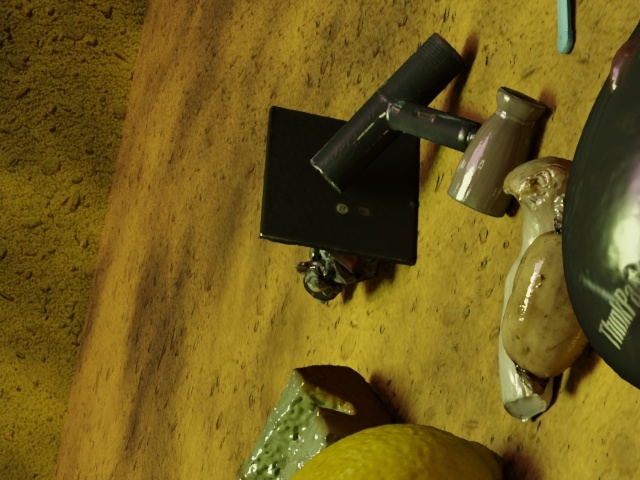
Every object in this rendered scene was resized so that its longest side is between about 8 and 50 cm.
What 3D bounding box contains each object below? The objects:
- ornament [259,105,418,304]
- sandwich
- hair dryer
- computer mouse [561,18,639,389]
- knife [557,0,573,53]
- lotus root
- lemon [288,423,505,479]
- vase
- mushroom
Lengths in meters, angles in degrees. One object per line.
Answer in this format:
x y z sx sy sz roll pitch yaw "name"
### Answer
0.000 0.000 1.695 0.196 0.153 0.166 112 165 -56 "ornament"
0.004 0.191 1.521 0.122 0.128 0.236 -63 19 12 "sandwich"
0.090 -0.090 1.531 0.173 0.050 0.195 -47 32 4 "hair dryer"
0.213 -0.036 1.066 0.170 0.100 0.269 156 126 -67 "computer mouse"
0.202 -0.194 1.394 0.027 0.010 0.096 132 146 -57 "knife"
0.169 0.036 1.205 0.072 0.063 0.152 17 96 51 "lotus root"
0.044 0.236 1.254 0.244 0.187 0.187 -46 9 -16 "lemon"
0.148 -0.074 1.398 0.053 0.053 0.101 -120 50 -67 "vase"
0.160 0.035 1.271 0.059 0.054 0.202 170 109 -71 "mushroom"
